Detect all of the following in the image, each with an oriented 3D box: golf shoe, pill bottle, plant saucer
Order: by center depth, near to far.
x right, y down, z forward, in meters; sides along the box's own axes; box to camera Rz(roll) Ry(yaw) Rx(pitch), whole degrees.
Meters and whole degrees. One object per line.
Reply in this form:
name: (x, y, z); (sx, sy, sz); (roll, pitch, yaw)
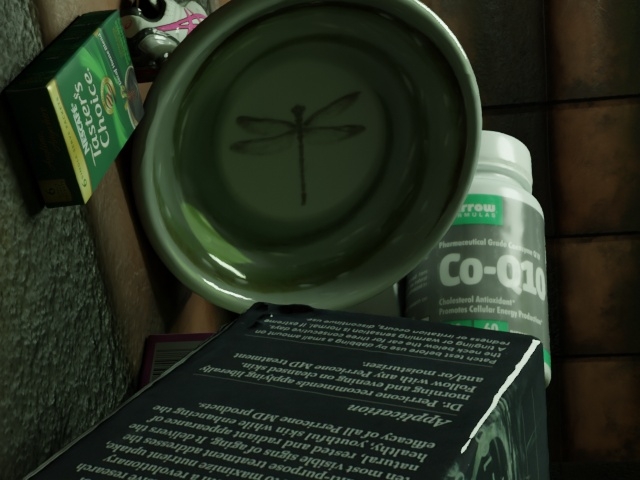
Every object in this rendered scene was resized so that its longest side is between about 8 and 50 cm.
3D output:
golf shoe: (-0.165, -0.236, 1.048); (0.186, 0.067, 0.086); (-72, 154, -61)
plant saucer: (-0.017, -0.104, 1.090); (0.100, 0.400, 0.401); (-126, -157, -57)
pill bottle: (0.223, 0.038, 1.407); (0.204, 0.204, 0.361); (64, 26, -62)

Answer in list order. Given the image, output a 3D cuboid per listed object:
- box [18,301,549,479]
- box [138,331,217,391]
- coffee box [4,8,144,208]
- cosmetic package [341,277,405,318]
box: (-0.028, 0.362, 0.715); (0.471, 0.297, 0.480); (-35, 123, -53)
box: (-0.111, 0.248, 1.060); (0.243, 0.117, 0.214); (68, 22, -55)
coffee box: (-0.210, -0.121, 0.862); (0.184, 0.040, 0.113); (-75, 158, -58)
cosmetic package: (0.000, 0.000, 1.395); (0.162, 0.230, 0.453); (-80, 162, -47)
